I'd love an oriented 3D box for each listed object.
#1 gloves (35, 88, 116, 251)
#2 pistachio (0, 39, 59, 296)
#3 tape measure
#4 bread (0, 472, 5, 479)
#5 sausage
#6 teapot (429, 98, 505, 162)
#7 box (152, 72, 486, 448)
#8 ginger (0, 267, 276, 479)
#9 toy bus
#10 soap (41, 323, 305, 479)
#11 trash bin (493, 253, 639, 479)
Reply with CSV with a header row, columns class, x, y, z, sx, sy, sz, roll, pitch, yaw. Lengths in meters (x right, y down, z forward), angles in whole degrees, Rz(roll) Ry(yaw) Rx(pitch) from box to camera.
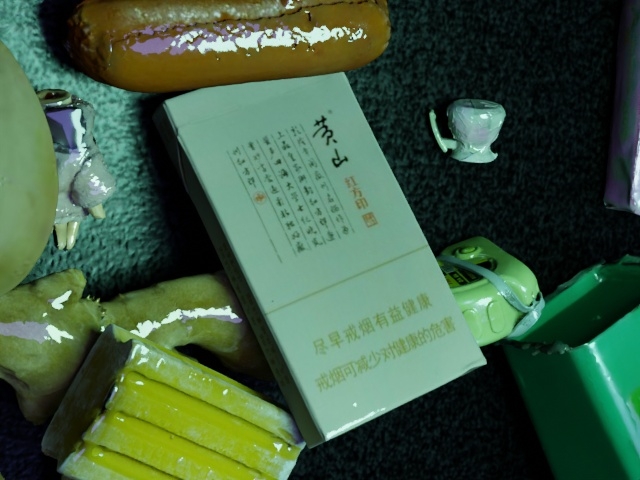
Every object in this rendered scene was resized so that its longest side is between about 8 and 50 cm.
class,x,y,z,sx,sy,sz,roll,pitch,yaw
gloves,-0.251,-0.071,1.527,0.110,0.094,0.144,13,109,-27
pistachio,-0.334,-0.075,1.436,0.212,0.163,0.260,12,88,-16
tape measure,0.156,0.064,1.749,0.154,0.177,0.087,-18,107,-15
bread,-0.416,0.287,1.457,0.305,0.159,0.305,-7,103,-30
sausage,-0.082,-0.199,1.573,0.330,0.102,0.102,-7,103,-20
teapot,0.159,-0.120,1.781,0.083,0.064,0.064,4,107,2
box,-0.001,0.000,1.613,0.204,0.051,0.365,-22,82,-28
ginger,-0.186,0.109,1.583,0.363,0.122,0.348,-40,125,-7
toy bus,0.399,-0.156,1.892,0.112,0.090,0.274,-1,100,-23
soap,-0.132,0.187,1.542,0.232,0.073,0.140,29,92,-36
trash bin,0.377,0.224,1.859,0.259,0.295,0.381,-31,103,-21
